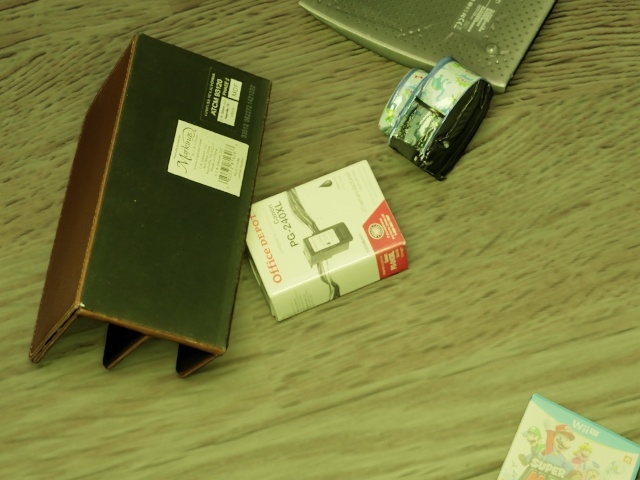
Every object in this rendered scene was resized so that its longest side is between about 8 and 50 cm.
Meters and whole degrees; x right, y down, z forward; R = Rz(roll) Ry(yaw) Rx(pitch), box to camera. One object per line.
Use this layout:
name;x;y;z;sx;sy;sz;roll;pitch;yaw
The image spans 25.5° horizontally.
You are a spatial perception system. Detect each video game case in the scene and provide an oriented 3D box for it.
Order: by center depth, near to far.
video game case;0.222;0.235;1.309;0.119;0.015;0.166;26;57;4

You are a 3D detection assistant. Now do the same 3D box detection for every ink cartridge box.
ink cartridge box;0.000;0.000;1.453;0.150;0.063;0.109;-22;64;-4

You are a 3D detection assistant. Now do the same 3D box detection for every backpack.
backpack;0.118;-0.134;1.468;0.084;0.105;0.114;37;96;18

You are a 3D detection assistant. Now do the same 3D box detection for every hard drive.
hard drive;0.124;-0.264;1.570;0.255;0.054;0.172;25;69;18

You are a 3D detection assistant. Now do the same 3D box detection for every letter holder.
letter holder;-0.179;-0.017;1.451;0.152;0.214;0.301;18;63;-20
